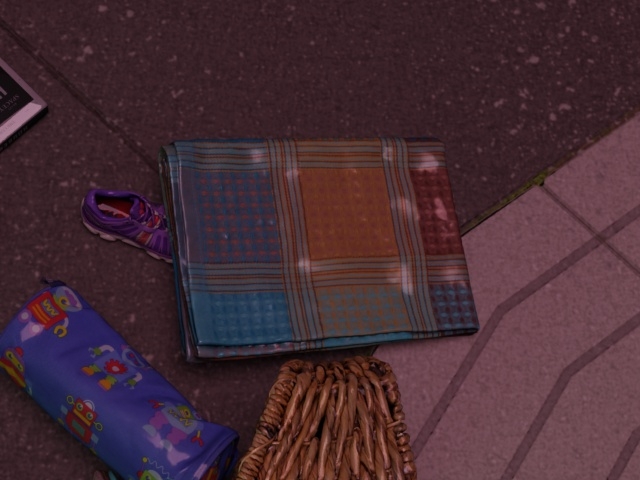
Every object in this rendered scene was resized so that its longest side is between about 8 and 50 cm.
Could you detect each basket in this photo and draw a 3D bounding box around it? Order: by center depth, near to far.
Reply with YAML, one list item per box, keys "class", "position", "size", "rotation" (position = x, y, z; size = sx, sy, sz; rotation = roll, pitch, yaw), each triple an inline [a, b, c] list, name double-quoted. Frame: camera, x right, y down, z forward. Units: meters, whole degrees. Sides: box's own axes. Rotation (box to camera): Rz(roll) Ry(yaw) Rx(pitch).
- class: "basket"
  position: [-0.041, 0.242, 1.599]
  size: [0.223, 0.299, 0.214]
  rotation: [-8, 72, -12]

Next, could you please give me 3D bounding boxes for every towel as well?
- class: "towel"
  position: [0.000, 0.000, 1.803]
  size: [0.370, 0.040, 0.272]
  rotation: [-3, 72, -20]

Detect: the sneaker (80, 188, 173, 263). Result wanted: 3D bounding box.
- class: "sneaker"
  position: [-0.203, -0.020, 1.792]
  size: [0.169, 0.071, 0.068]
  rotation: [12, 69, -5]

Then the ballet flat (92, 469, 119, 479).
- class: "ballet flat"
  position: [-0.198, 0.401, 1.627]
  size: [0.106, 0.107, 0.316]
  rotation: [-30, 76, -10]

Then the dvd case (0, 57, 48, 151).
- class: "dvd case"
  position: [-0.477, -0.186, 1.832]
  size: [0.238, 0.029, 0.179]
  rotation: [44, 71, 8]

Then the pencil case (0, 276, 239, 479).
- class: "pencil case"
  position: [-0.224, 0.177, 1.675]
  size: [0.306, 0.119, 0.133]
  rotation: [39, 38, 15]
